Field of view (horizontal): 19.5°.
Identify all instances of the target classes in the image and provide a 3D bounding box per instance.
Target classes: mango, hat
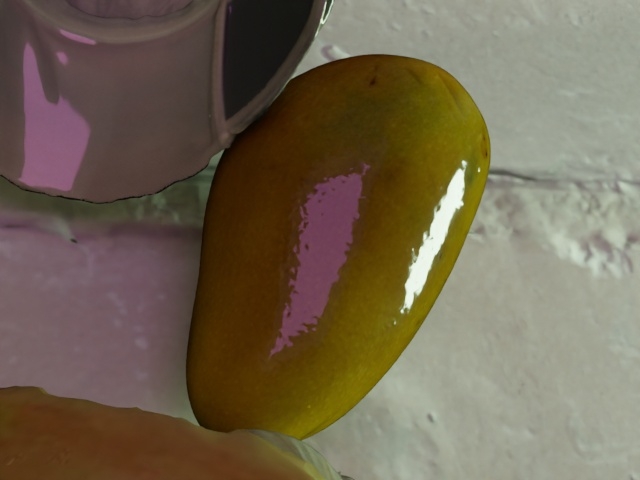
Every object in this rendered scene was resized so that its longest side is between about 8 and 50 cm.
[{"bbox_3d":[0.000,0.000,0.981,0.138,0.113,0.253,38,60,-14],"label":"mango"},{"bbox_3d":[-0.108,-0.153,1.002,0.232,0.161,0.275,7,74,-3],"label":"hat"}]

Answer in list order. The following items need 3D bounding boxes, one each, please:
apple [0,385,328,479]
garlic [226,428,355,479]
[{"bbox_3d":[-0.089,0.216,0.671,0.309,0.252,0.314,27,80,-2],"label":"apple"},{"bbox_3d":[-0.020,0.160,0.813,0.199,0.226,0.199,9,64,-20],"label":"garlic"}]
